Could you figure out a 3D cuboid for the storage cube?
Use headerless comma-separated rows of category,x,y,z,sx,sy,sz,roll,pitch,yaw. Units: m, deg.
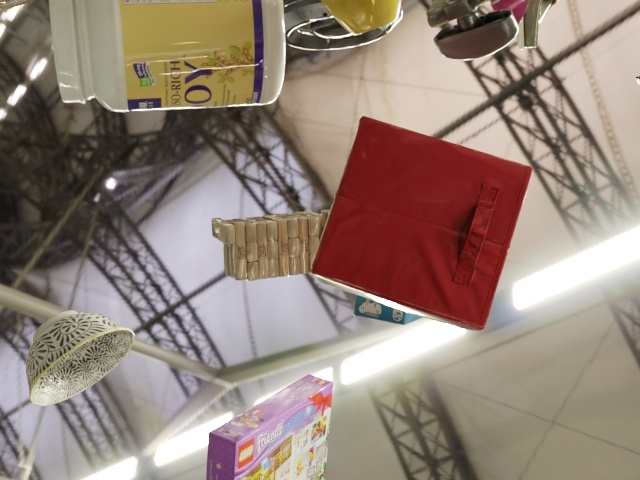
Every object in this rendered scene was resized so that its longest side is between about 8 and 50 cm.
storage cube,0.108,-0.014,0.991,0.215,0.193,0.184,66,42,-84

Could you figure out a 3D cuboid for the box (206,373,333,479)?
box,-0.080,0.361,1.429,0.057,0.293,0.201,13,-74,29

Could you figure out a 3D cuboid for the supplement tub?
supplement tub,-0.233,-0.321,1.332,0.241,0.331,0.241,175,-90,-79

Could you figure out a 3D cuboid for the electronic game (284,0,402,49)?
electronic game,0.026,-0.376,1.484,0.229,0.229,0.048,-11,-97,53

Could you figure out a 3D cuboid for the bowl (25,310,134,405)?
bowl,-0.361,0.154,1.252,0.170,0.170,0.080,-48,-109,24

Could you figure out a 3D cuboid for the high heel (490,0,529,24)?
high heel,0.381,-0.452,1.446,0.244,0.117,0.082,-28,-160,40

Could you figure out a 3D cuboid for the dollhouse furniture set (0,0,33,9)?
dollhouse furniture set,-0.555,-0.408,1.120,0.303,0.355,0.174,-2,-86,39

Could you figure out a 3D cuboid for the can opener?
can opener,0.256,-0.291,0.997,0.283,0.095,0.076,-15,-145,29

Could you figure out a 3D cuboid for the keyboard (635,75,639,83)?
keyboard,0.575,-0.230,1.359,0.108,0.023,0.180,-27,-144,-11

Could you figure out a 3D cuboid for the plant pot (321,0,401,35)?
plant pot,0.064,-0.352,1.250,0.134,0.095,0.134,-19,-167,5

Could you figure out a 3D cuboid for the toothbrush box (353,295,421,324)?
toothbrush box,0.183,0.018,1.899,0.126,0.216,0.295,8,-84,26

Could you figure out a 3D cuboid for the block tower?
block tower,0.000,0.000,1.386,0.091,0.335,0.097,-161,-112,-69

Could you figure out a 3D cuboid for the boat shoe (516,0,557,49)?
boat shoe,0.470,-0.553,1.846,0.109,0.091,0.305,42,54,-78
